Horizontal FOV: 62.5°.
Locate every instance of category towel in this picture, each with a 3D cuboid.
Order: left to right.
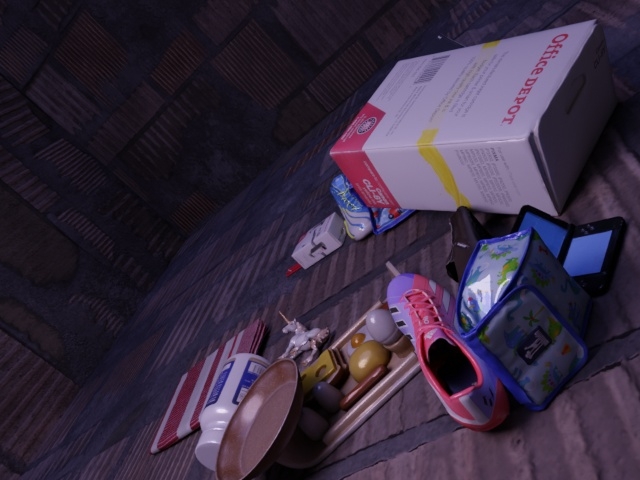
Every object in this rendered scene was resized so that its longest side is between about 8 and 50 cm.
[{"bbox_3d":[-0.256,0.342,1.223,0.329,0.037,0.237,-38,21,28],"label":"towel"}]

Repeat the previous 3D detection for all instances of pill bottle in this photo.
[{"bbox_3d":[-0.146,0.301,0.925,0.112,0.112,0.186,-35,20,30],"label":"pill bottle"}]

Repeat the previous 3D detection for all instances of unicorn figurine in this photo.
[{"bbox_3d":[-0.039,0.196,1.027,0.162,0.060,0.111,-7,33,41],"label":"unicorn figurine"}]

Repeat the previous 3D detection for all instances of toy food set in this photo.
[{"bbox_3d":[0.033,0.177,0.826,0.306,0.092,0.219,-44,17,4],"label":"toy food set"}]

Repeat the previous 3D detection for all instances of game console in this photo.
[{"bbox_3d":[0.296,0.005,0.650,0.107,0.071,0.122,-20,31,55],"label":"game console"}]

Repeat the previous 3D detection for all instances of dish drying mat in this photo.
[{"bbox_3d":[-0.061,0.070,1.435,0.083,0.008,0.032,-35,19,31],"label":"dish drying mat"}]

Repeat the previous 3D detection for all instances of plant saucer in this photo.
[{"bbox_3d":[-0.082,0.268,0.774,0.198,0.036,0.198,-48,17,21],"label":"plant saucer"}]

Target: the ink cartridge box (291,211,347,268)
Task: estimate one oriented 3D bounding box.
[{"bbox_3d":[0.000,0.000,1.370,0.135,0.056,0.099,-35,19,32],"label":"ink cartridge box"}]

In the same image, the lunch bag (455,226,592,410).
[{"bbox_3d":[0.214,0.083,0.565,0.096,0.129,0.151,-22,28,53],"label":"lunch bag"}]

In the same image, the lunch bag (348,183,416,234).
[{"bbox_3d":[0.228,-0.168,1.168,0.293,0.138,0.221,-24,24,21],"label":"lunch bag"}]

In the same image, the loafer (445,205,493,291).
[{"bbox_3d":[0.215,0.021,0.783,0.078,0.080,0.220,-37,19,22],"label":"loafer"}]

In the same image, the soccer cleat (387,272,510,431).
[{"bbox_3d":[0.137,0.110,0.626,0.083,0.095,0.248,-35,39,9],"label":"soccer cleat"}]

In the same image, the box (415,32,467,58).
[{"bbox_3d":[0.269,-0.379,1.394,0.261,0.103,0.184,-48,-26,-9],"label":"box"}]

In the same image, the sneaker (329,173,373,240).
[{"bbox_3d":[0.070,-0.088,1.292,0.091,0.126,0.240,-42,17,12],"label":"sneaker"}]

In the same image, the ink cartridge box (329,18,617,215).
[{"bbox_3d":[0.252,-0.195,0.904,0.385,0.160,0.279,7,53,48],"label":"ink cartridge box"}]
